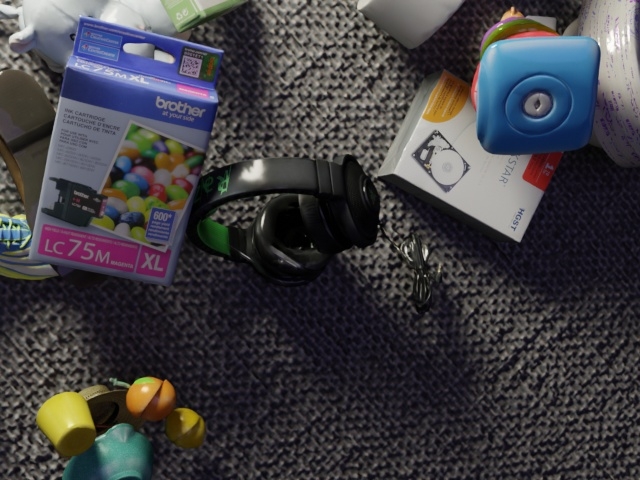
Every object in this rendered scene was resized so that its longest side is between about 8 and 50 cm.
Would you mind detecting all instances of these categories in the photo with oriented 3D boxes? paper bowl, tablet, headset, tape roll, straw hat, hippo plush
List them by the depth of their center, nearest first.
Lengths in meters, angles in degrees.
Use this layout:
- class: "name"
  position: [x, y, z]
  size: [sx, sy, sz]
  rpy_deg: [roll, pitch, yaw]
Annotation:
- class: "hippo plush"
  position: [-0.295, -0.299, 1.207]
  size: [0.294, 0.236, 0.234]
  rpy_deg: [43, 82, -11]
- class: "headset"
  position: [0.000, 0.000, 1.283]
  size: [0.394, 0.243, 0.185]
  rpy_deg: [10, 62, -35]
- class: "tape roll"
  position: [0.174, -0.416, 1.294]
  size: [0.100, 0.286, 0.286]
  rpy_deg: [35, 83, -11]
- class: "straw hat"
  position: [-0.322, 0.242, 1.296]
  size: [0.144, 0.061, 0.144]
  rpy_deg: [-21, 138, -20]
- class: "paper bowl"
  position: [0.466, -0.252, 1.397]
  size: [0.284, 0.148, 0.284]
  rpy_deg: [10, 77, -50]
- class: "tablet"
  position: [0.357, -0.321, 1.481]
  size: [0.054, 0.006, 0.083]
  rpy_deg: [1, 90, -13]

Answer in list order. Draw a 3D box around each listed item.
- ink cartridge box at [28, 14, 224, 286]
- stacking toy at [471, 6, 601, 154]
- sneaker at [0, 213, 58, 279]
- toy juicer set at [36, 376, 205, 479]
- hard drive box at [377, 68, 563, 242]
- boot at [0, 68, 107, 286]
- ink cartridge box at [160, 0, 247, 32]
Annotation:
- class: "ink cartridge box"
  position: [-0.240, -0.103, 1.132]
  size: [0.185, 0.065, 0.311]
  rpy_deg: [12, 110, -15]
- class: "stacking toy"
  position: [0.295, -0.269, 1.343]
  size: [0.165, 0.302, 0.175]
  rpy_deg: [-2, 126, 4]
- class: "sneaker"
  position: [-0.452, 0.001, 1.231]
  size: [0.240, 0.126, 0.091]
  rpy_deg: [12, 88, -13]
- class: "toy juicer set"
  position: [-0.263, 0.315, 1.295]
  size: [0.209, 0.089, 0.329]
  rpy_deg: [-24, 129, -23]
- class: "hard drive box"
  position: [0.234, -0.127, 1.413]
  size: [0.232, 0.089, 0.181]
  rpy_deg: [27, 85, -13]
- class: "boot"
  position: [-0.370, -0.077, 1.250]
  size: [0.112, 0.115, 0.305]
  rpy_deg: [-25, 91, -25]
- class: "ink cartridge box"
  position: [-0.198, -0.417, 1.258]
  size: [0.056, 0.171, 0.235]
  rpy_deg: [-24, 103, 28]
